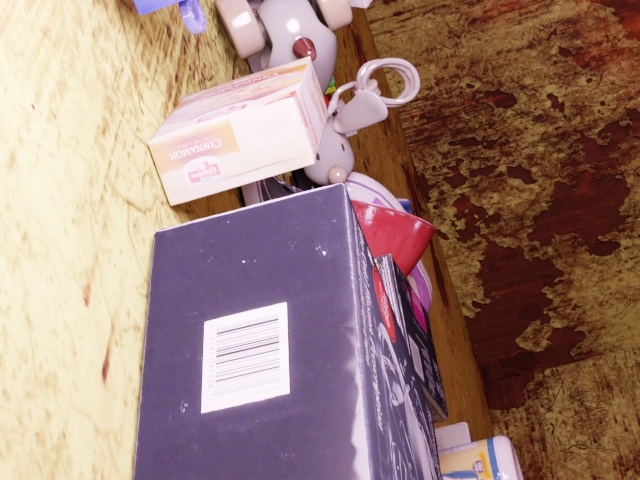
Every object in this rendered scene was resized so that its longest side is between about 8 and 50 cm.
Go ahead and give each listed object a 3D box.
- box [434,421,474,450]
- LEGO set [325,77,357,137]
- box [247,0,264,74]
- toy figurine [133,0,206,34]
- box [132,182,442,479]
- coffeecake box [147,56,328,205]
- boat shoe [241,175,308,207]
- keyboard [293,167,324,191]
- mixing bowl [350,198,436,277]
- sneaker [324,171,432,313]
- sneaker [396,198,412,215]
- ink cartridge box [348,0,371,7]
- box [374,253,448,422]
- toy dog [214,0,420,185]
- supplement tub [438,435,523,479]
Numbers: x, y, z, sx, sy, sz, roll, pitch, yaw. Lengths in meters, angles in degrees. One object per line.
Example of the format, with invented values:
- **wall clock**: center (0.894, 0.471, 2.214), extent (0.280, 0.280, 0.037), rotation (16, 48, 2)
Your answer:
- **box**: center (0.213, 0.436, 2.095), extent (0.148, 0.127, 0.232), rotation (-91, 163, -56)
- **LEGO set**: center (-0.012, -0.243, 1.956), extent (0.093, 0.087, 0.227), rotation (-121, -169, -67)
- **box**: center (-0.067, -0.329, 1.856), extent (0.324, 0.063, 0.067), rotation (-91, 164, -55)
- **toy figurine**: center (-0.122, -0.282, 1.141), extent (0.362, 0.191, 0.217), rotation (-83, 161, -63)
- **box**: center (-0.009, 0.189, 1.054), extent (0.343, 0.179, 0.312), rotation (-94, 167, -48)
- **coffeecake box**: center (-0.074, -0.109, 1.241), extent (0.185, 0.142, 0.068), rotation (-78, 151, -70)
- **boat shoe**: center (-0.033, -0.027, 1.547), extent (0.228, 0.076, 0.080), rotation (63, 15, -51)
- **keyboard**: center (0.000, 0.000, 1.839), extent (0.201, 0.033, 0.317), rotation (-13, 87, -82)
- **mixing bowl**: center (0.054, 0.012, 1.696), extent (0.181, 0.181, 0.098), rotation (40, 63, -74)
- **sneaker**: center (0.079, 0.043, 1.850), extent (0.282, 0.102, 0.161), rotation (57, 35, -28)
- **sneaker**: center (0.090, -0.009, 2.069), extent (0.296, 0.131, 0.112), rotation (-77, 153, -67)
- **ink cartridge box**: center (-0.046, -0.454, 1.629), extent (0.131, 0.226, 0.306), rotation (-60, 146, -28)
- **box**: center (0.061, 0.145, 1.635), extent (0.247, 0.142, 0.163), rotation (52, 26, -64)
- **toy dog**: center (-0.003, -0.190, 1.638), extent (0.334, 0.220, 0.161), rotation (44, 15, -40)
- **supplement tub**: center (0.195, 0.373, 1.867), extent (0.144, 0.200, 0.144), rotation (-16, 90, -81)
